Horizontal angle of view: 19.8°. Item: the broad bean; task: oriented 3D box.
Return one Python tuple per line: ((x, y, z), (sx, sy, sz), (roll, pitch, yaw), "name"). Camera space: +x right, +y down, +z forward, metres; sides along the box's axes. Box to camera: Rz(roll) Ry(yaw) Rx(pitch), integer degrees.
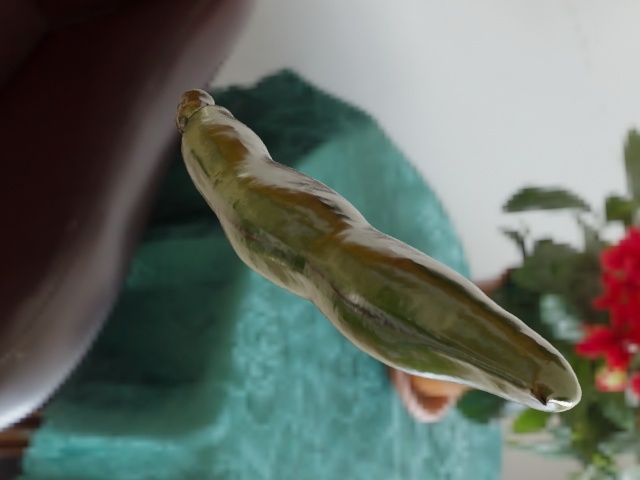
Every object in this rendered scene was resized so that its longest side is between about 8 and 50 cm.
((-0.001, 0.000, 0.729), (0.060, 0.297, 0.043), (-1, 115, -35), "broad bean")
